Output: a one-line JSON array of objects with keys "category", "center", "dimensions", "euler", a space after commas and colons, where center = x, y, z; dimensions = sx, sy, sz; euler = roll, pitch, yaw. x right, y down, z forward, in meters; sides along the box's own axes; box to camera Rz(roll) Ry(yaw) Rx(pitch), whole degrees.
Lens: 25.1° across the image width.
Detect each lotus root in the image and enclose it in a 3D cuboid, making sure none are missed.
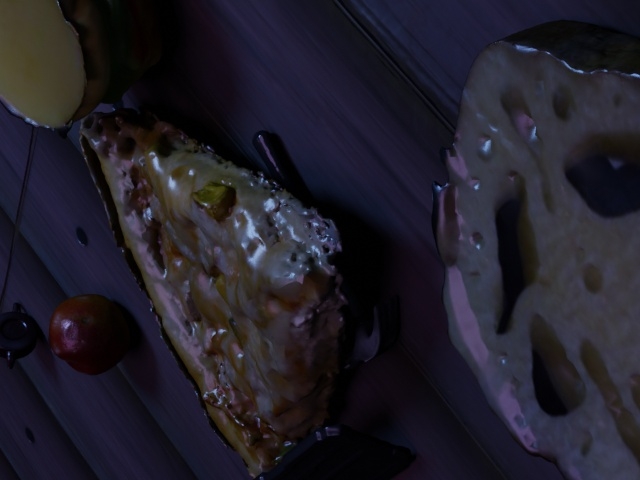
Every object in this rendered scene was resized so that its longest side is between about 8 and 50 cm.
[{"category": "lotus root", "center": [0.221, 0.016, 1.021], "dimensions": [0.375, 0.111, 0.390], "euler": [61, 149, 9]}]

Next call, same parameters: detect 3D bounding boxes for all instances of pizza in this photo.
[{"category": "pizza", "center": [-0.097, 0.081, 1.490], "dimensions": [0.435, 0.080, 0.392], "euler": [33, 141, 49]}]

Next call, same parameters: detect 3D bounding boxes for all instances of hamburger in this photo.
[{"category": "hamburger", "center": [-0.261, -0.240, 1.472], "dimensions": [0.237, 0.149, 0.237], "euler": [29, 137, 31]}]

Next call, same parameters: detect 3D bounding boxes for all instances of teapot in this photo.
[{"category": "teapot", "center": [-0.428, 0.132, 1.999], "dimensions": [0.045, 0.068, 0.100], "euler": [111, 161, -49]}]

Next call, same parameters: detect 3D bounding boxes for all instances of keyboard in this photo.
[{"category": "keyboard", "center": [-0.007, 0.250, 1.481], "dimensions": [0.262, 0.106, 0.016], "euler": [-46, 29, 50]}]

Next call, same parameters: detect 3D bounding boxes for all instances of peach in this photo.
[{"category": "peach", "center": [-0.283, 0.114, 1.769], "dimensions": [0.101, 0.101, 0.100], "euler": [31, 133, 40]}]

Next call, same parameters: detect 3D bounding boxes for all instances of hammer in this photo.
[{"category": "hammer", "center": [0.000, 0.000, 1.375], "dimensions": [0.246, 0.029, 0.103], "euler": [63, 146, 7]}]
